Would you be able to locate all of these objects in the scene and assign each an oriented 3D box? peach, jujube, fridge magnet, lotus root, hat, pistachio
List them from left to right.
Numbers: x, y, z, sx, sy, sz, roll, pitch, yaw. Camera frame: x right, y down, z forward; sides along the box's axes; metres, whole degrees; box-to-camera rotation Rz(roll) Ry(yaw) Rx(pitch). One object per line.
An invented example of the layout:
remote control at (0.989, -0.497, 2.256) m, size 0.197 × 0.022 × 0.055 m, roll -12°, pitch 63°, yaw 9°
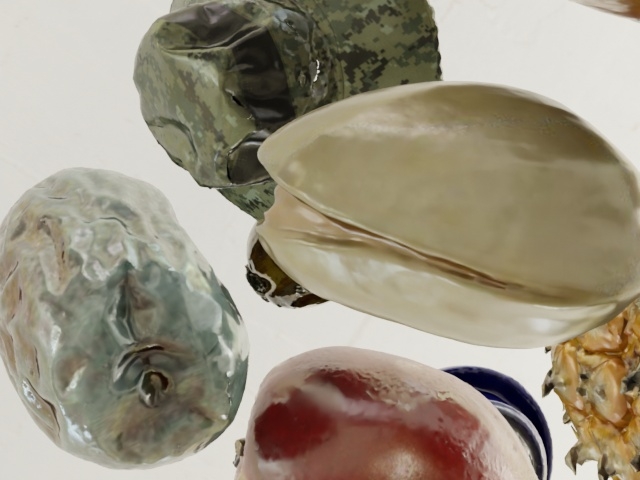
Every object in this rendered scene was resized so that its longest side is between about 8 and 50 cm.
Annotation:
jujube at (-0.205, 0.068, 1.004) m, size 0.215 × 0.308 × 0.246 m, roll -30°, pitch -56°, yaw -11°
hat at (-0.055, -0.106, 0.739) m, size 0.128 × 0.265 × 0.266 m, roll -25°, pitch -68°, yaw -47°
lotus root at (0.000, 0.000, 1.035) m, size 0.120 × 0.209 × 0.120 m, roll 20°, pitch -124°, yaw -31°
peach at (0.067, 0.251, 1.090) m, size 0.361 × 0.201 × 0.258 m, roll 19°, pitch -92°, yaw 12°
pistachio at (0.060, -0.011, 0.475) m, size 0.184 × 0.124 × 0.124 m, roll 3°, pitch -81°, yaw 6°
fridge magnet at (0.174, 0.286, 1.304) m, size 0.265 × 0.112 × 0.265 m, roll -2°, pitch -83°, yaw -17°

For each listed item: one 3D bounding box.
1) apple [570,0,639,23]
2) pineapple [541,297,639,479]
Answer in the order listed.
apple at (0.165, -0.261, 0.451) m, size 0.305 × 0.338 × 0.339 m, roll -9°, pitch -76°, yaw -45°
pineapple at (0.349, 0.099, 0.809) m, size 0.352 × 0.300 × 0.352 m, roll -8°, pitch -63°, yaw -16°
